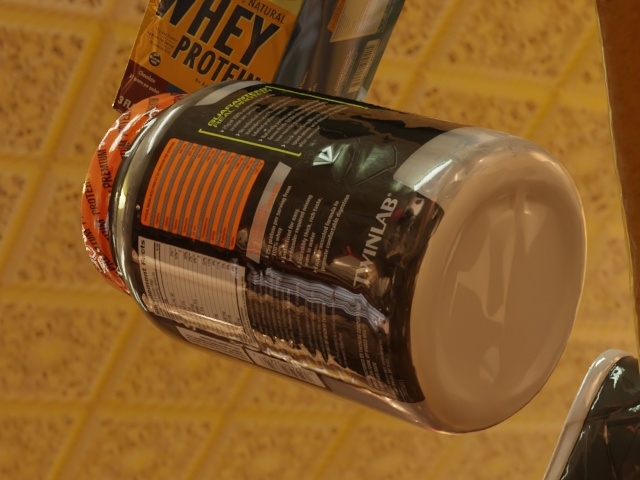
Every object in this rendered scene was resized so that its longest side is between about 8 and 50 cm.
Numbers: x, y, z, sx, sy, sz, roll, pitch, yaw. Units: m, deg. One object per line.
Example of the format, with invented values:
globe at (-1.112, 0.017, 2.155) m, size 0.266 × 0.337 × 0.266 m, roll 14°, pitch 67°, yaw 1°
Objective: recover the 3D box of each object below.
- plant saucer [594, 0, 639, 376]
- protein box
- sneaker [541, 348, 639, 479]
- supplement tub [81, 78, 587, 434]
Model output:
plant saucer at (0.151, -0.123, 0.611) m, size 0.081 × 0.333 × 0.332 m, roll 0°, pitch -41°, yaw 16°
protein box at (-0.042, -0.182, 1.603) m, size 0.201 × 0.136 × 0.200 m, roll -21°, pitch -43°, yaw -59°
sneaker at (0.254, 0.240, 1.519) m, size 0.104 × 0.147 × 0.295 m, roll 32°, pitch -105°, yaw -48°
supplement tub at (0.000, 0.000, 1.323) m, size 0.207 × 0.338 × 0.207 m, roll -19°, pitch -64°, yaw -44°
